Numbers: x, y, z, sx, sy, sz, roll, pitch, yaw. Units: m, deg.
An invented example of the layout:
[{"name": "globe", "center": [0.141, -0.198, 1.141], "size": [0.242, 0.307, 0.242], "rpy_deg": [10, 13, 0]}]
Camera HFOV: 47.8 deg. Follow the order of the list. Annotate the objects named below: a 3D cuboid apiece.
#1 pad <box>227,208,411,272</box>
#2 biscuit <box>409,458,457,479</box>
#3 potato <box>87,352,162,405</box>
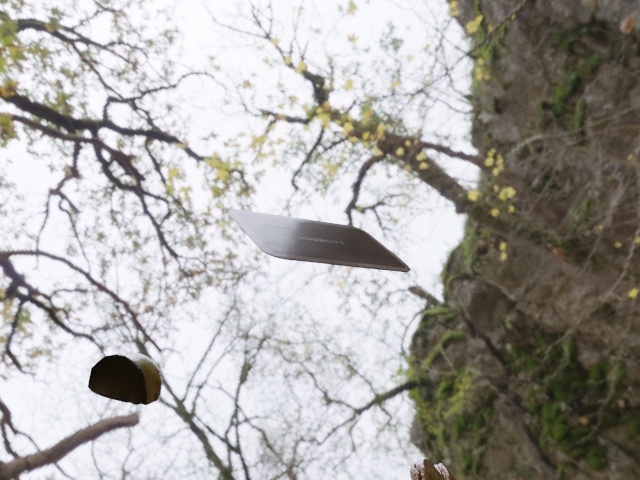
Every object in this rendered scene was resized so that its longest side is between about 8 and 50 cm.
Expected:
[{"name": "pad", "center": [0.000, 0.000, 1.109], "size": [0.266, 0.176, 0.002], "rpy_deg": [7, -68, -33]}, {"name": "biscuit", "center": [0.225, 0.459, 1.200], "size": [0.052, 0.262, 0.277], "rpy_deg": [-24, -1, 9]}, {"name": "potato", "center": [-0.279, 0.199, 1.081], "size": [0.103, 0.096, 0.066], "rpy_deg": [13, -87, -83]}]
